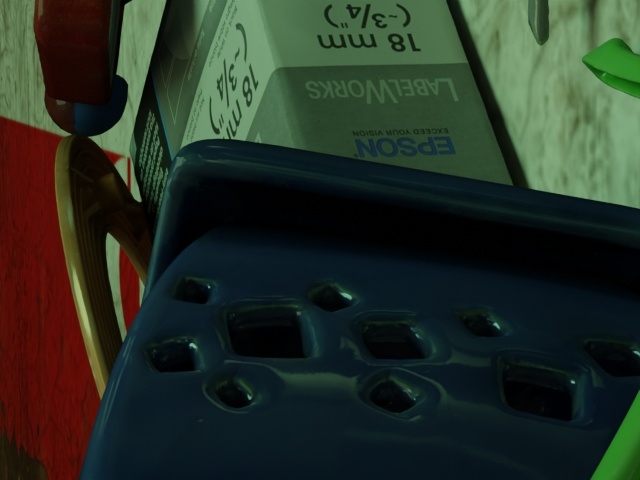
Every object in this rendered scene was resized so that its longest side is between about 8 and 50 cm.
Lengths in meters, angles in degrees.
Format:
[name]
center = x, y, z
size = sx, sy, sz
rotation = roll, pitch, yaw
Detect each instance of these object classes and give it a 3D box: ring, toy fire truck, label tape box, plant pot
[ring]
center = -0.079, 0.094, 1.121
size = 0.336, 0.032, 0.337
rotation = -18, -90, -86
[toy fire truck]
center = -0.131, -0.197, 1.110
size = 0.302, 0.169, 0.254
rotation = 131, 146, -79
[label tape box]
center = 0.000, 0.000, 0.965
size = 0.241, 0.106, 0.334
rotation = 111, 150, -48
[plant pot]
center = 0.024, 0.104, 0.708
size = 0.212, 0.236, 0.236
rotation = -87, 9, -47

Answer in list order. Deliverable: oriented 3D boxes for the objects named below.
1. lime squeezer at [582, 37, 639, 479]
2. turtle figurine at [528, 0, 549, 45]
[lime squeezer]
center = 0.116, -0.011, 0.614
size = 0.059, 0.110, 0.310
rotation = 58, -153, -27
[turtle figurine]
center = 0.037, -0.258, 0.706
size = 0.275, 0.197, 0.266
rotation = 127, 141, -55
